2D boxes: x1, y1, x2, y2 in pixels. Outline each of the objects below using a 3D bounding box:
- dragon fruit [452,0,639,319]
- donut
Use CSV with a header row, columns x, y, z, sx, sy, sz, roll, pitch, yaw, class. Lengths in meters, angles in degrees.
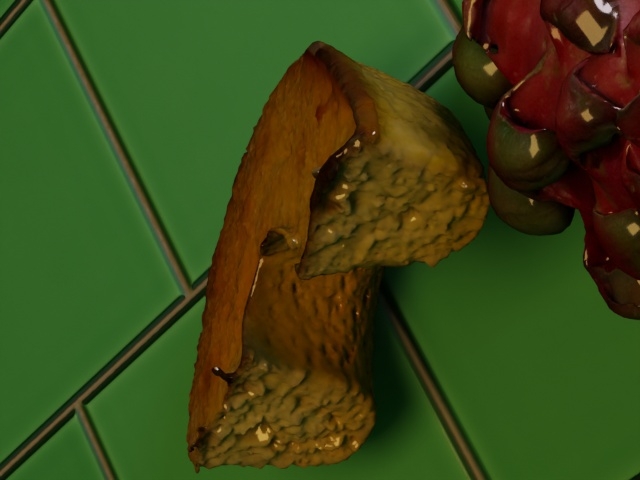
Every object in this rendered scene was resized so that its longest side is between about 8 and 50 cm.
x,y,z,sx,sy,sz,roll,pitch,yaw,class
0.146,-0.077,0.751,0.272,0.198,0.218,7,102,41,dragon fruit
0.001,-0.007,0.905,0.259,0.101,0.152,114,159,-43,donut
